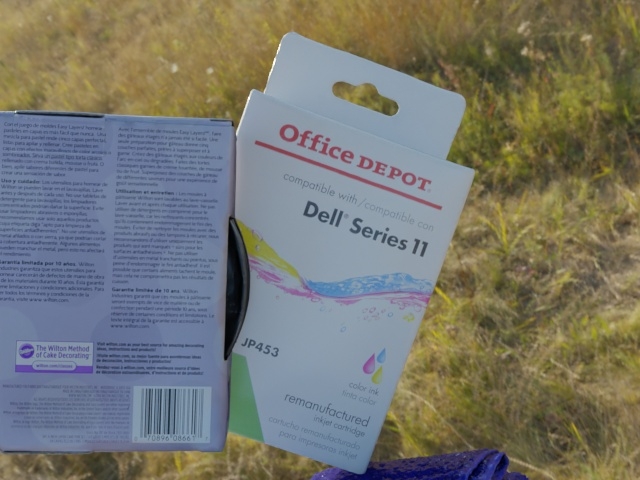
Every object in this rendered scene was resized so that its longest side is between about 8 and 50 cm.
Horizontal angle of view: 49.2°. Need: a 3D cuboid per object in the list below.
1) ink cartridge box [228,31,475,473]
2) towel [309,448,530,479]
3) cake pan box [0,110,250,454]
[{"bbox_3d":[0.000,0.000,0.635,0.119,0.207,0.354,-115,44,-84],"label":"ink cartridge box"},{"bbox_3d":[0.018,0.236,0.504,0.227,0.076,0.308,-10,3,28],"label":"towel"},{"bbox_3d":[-0.187,0.030,0.524,0.266,0.246,0.070,0,1,-4],"label":"cake pan box"}]
